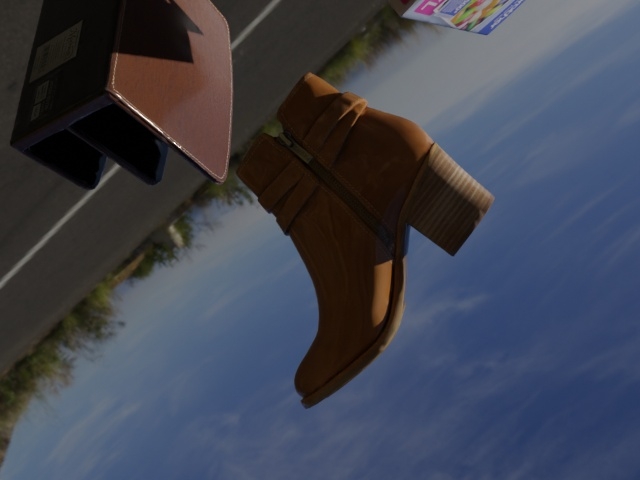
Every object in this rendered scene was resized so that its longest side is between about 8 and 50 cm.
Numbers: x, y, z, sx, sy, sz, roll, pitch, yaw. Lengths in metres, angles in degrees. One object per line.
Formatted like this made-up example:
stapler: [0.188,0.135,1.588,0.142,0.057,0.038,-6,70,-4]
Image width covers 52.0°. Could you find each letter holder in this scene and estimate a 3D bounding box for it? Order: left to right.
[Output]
letter holder: [-0.230,-0.210,0.833,0.152,0.214,0.302,-20,-124,24]

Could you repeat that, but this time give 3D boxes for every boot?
boot: [0.000,0.000,0.635,0.283,0.220,0.109,-55,175,13]

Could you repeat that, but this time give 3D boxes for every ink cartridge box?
ink cartridge box: [0.205,-0.321,0.735,0.186,0.065,0.311,-41,170,33]
